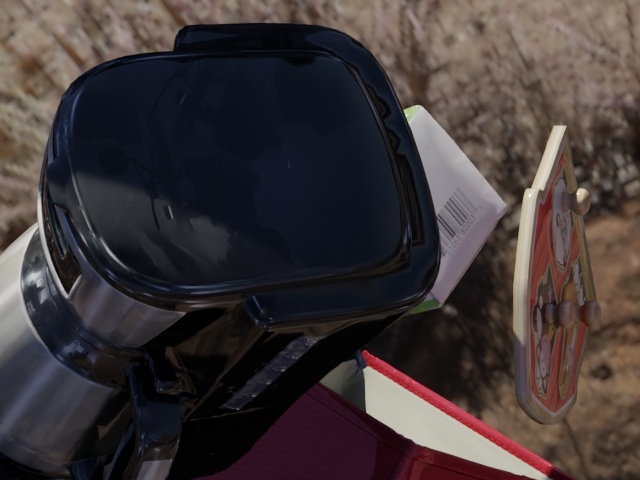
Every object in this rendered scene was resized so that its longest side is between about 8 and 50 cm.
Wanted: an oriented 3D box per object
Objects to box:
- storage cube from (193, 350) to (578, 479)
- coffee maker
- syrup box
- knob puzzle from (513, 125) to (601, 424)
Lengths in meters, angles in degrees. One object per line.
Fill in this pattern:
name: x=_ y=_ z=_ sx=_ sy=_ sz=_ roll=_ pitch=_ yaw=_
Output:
storage cube: x=-0.013 y=0.153 z=0.819 sx=0.215 sy=0.184 sz=0.193 roll=28 pitch=93 yaw=41
coffee maker: x=-0.035 y=0.005 z=0.605 sx=0.171 sy=0.178 sz=0.120 roll=-31 pitch=82 yaw=-35
syrup box: x=0.000 y=0.000 z=1.158 sx=0.237 sy=0.096 sz=0.093 roll=-20 pitch=27 yaw=52
knob puzzle: x=0.169 y=0.043 z=1.210 sx=0.030 sy=0.213 sz=0.213 roll=1 pitch=55 yaw=21
